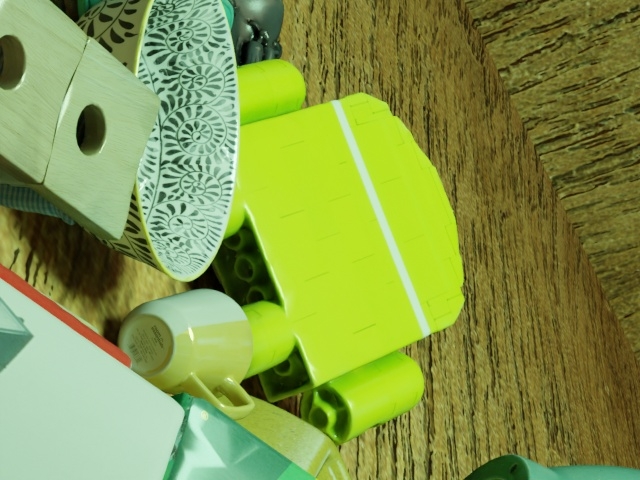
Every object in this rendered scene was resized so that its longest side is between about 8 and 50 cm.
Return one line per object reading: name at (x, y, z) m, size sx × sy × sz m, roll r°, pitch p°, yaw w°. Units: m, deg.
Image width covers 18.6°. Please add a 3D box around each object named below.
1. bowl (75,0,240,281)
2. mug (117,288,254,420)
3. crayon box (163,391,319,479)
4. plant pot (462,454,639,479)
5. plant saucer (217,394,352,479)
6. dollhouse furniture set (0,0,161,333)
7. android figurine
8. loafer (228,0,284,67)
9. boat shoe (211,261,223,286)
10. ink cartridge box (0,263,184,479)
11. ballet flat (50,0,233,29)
bowl at (-0.106, -0.064, 1.045) m, size 0.170 × 0.080 × 0.170 m, roll 2°, pitch 90°, yaw -74°
mug at (-0.071, 0.058, 1.054) m, size 0.064 × 0.078 × 0.062 m, roll 7°, pitch 97°, yaw -65°
crayon box at (-0.005, 0.206, 0.810) m, size 0.278 × 0.081 × 0.165 m, roll 39°, pitch 49°, yaw -33°
plant pot at (0.150, 0.255, 1.216) m, size 0.196 × 0.293 × 0.293 m, roll 36°, pitch 22°, yaw -11°
plant saucer at (-0.001, 0.249, 0.996) m, size 0.333 × 0.081 × 0.333 m, roll 65°, pitch 14°, yaw -7°
dollhouse furniture set at (-0.168, -0.002, 0.757) m, size 0.129 × 0.129 × 0.184 m, roll 42°, pitch 58°, yaw -58°
android figurine at (0.000, 0.000, 1.246) m, size 0.273 × 0.056 × 0.248 m, roll -23°, pitch 90°, yaw -52°
loafer at (-0.070, -0.177, 1.362) m, size 0.109 × 0.095 × 0.302 m, roll 50°, pitch 22°, yaw -49°
boat shoe at (-0.026, -0.006, 1.322) m, size 0.206 × 0.065 × 0.075 m, roll 1°, pitch 69°, yaw -73°
ink cartridge box at (-0.174, -0.012, 0.546) m, size 0.296 × 0.066 × 0.261 m, roll 36°, pitch 22°, yaw -11°
ballet flat at (-0.130, -0.156, 1.133) m, size 0.096 × 0.095 × 0.280 m, roll 27°, pitch -6°, yaw 13°
